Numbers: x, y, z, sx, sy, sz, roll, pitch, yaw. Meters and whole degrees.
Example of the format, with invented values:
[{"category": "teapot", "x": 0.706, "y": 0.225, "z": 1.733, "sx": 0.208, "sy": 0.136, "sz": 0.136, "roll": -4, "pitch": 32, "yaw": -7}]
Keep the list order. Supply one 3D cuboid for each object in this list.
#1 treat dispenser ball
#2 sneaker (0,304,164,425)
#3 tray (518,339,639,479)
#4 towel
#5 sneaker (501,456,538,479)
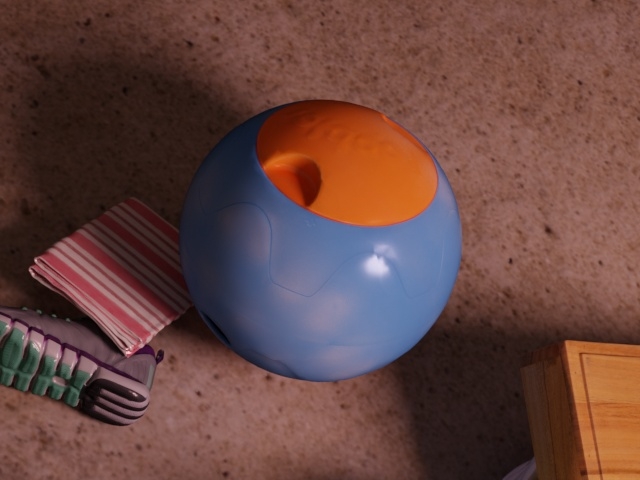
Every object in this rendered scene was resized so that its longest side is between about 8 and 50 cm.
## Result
[{"category": "treat dispenser ball", "x": 0.000, "y": 0.000, "z": 1.634, "sx": 0.288, "sy": 0.288, "sz": 0.288, "roll": 7, "pitch": 58, "yaw": -12}, {"category": "sneaker", "x": -0.271, "y": 0.105, "z": 1.631, "sx": 0.224, "sy": 0.083, "sz": 0.098, "roll": 28, "pitch": 40, "yaw": -8}, {"category": "tray", "x": 0.390, "y": 0.215, "z": 1.641, "sx": 0.411, "sy": 0.076, "sz": 0.202, "roll": 6, "pitch": 69, "yaw": -37}, {"category": "towel", "x": -0.197, "y": 0.034, "z": 1.683, "sx": 0.144, "sy": 0.029, "sz": 0.197, "roll": 39, "pitch": 35, "yaw": 8}, {"category": "sneaker", "x": 0.272, "y": 0.217, "z": 1.650, "sx": 0.090, "sy": 0.115, "sz": 0.232, "roll": 35, "pitch": 78, "yaw": -3}]
